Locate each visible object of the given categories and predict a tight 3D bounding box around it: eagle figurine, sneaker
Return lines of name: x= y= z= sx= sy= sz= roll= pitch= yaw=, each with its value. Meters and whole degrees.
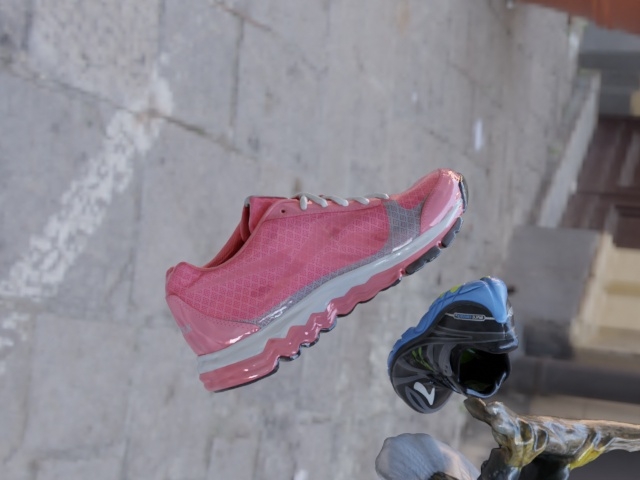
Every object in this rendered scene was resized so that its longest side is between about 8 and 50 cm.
eagle figurine: x=0.129 y=0.260 z=0.834 sx=0.225 sy=0.226 sz=0.298 roll=35 pitch=63 yaw=-79
sneaker: x=0.105 y=0.099 z=0.994 sx=0.188 sy=0.067 sz=0.078 roll=118 pitch=-42 yaw=-57
sneaker: x=0.000 y=0.000 z=1.112 sx=0.314 sy=0.116 sz=0.136 roll=-35 pitch=96 yaw=-22
